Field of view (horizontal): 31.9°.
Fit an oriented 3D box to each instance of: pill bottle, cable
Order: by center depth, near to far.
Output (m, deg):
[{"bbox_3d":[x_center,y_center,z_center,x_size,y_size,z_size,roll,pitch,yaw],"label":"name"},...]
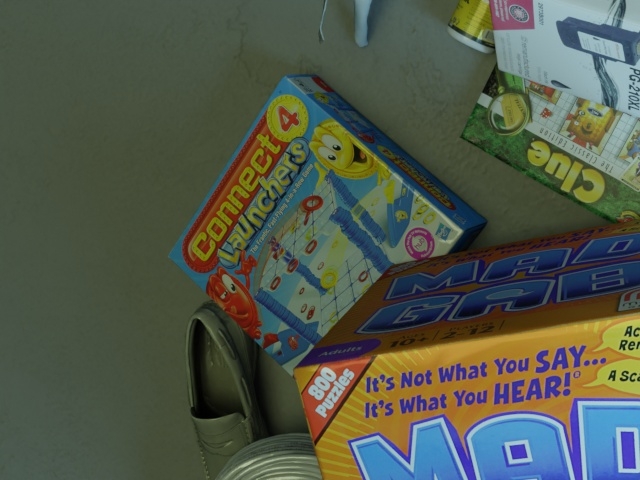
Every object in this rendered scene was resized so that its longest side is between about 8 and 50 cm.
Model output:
[{"bbox_3d":[0.198,-0.281,1.295,0.065,0.065,0.116,34,111,20],"label":"pill bottle"},{"bbox_3d":[-0.026,0.374,1.456,0.257,0.089,0.257,-31,103,15],"label":"cable"}]

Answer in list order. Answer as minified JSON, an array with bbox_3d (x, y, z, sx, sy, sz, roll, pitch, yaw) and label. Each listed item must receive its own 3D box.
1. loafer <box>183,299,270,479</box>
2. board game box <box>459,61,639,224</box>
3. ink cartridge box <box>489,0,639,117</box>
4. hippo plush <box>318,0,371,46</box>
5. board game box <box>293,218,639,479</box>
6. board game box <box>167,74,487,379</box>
[{"bbox_3d":[-0.134,0.239,1.517,0.112,0.111,0.320,-5,95,28],"label":"loafer"},{"bbox_3d":[0.300,-0.117,1.287,0.259,0.030,0.136,32,112,21],"label":"board game box"},{"bbox_3d":[0.307,-0.226,1.175,0.237,0.172,0.100,23,73,23],"label":"ink cartridge box"},{"bbox_3d":[0.082,-0.382,1.246,0.236,0.234,0.294,-4,95,29],"label":"hippo plush"},{"bbox_3d":[0.232,0.208,1.134,0.356,0.356,0.356,-11,101,21],"label":"board game box"},{"bbox_3d":[0.000,0.000,1.427,0.302,0.086,0.308,42,114,16],"label":"board game box"}]
